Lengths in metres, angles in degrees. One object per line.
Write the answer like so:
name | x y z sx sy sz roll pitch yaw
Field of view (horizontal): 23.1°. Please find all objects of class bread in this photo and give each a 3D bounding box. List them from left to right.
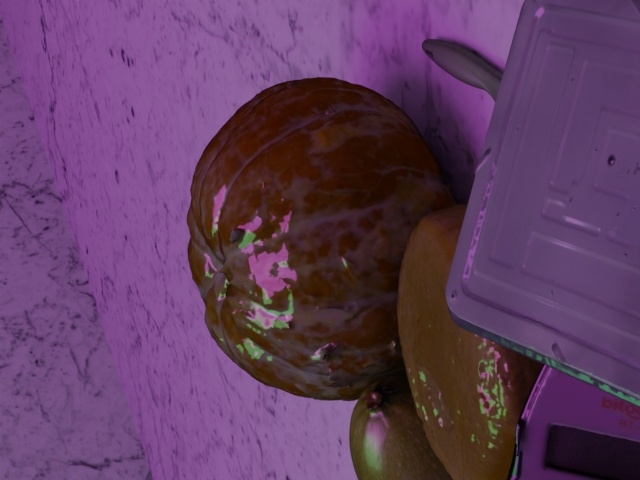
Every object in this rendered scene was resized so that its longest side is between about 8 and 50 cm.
bread | 0.161 0.087 1.305 0.270 0.148 0.269 169 90 -74

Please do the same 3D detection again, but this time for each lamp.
lamp | 0.204 -0.038 1.065 0.266 0.047 0.269 23 101 54

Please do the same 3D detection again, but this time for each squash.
squash | 0.103 0.221 1.483 0.132 0.132 0.247 50 165 51

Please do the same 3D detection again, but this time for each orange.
orange | 0.000 0.000 1.538 0.329 0.249 0.329 46 144 48

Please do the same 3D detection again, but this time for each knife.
knife | 0.159 -0.127 1.355 0.293 0.020 0.043 -139 42 -57

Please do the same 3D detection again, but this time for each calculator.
calculator | 0.231 0.222 1.163 0.043 0.194 0.294 -39 -43 -67
